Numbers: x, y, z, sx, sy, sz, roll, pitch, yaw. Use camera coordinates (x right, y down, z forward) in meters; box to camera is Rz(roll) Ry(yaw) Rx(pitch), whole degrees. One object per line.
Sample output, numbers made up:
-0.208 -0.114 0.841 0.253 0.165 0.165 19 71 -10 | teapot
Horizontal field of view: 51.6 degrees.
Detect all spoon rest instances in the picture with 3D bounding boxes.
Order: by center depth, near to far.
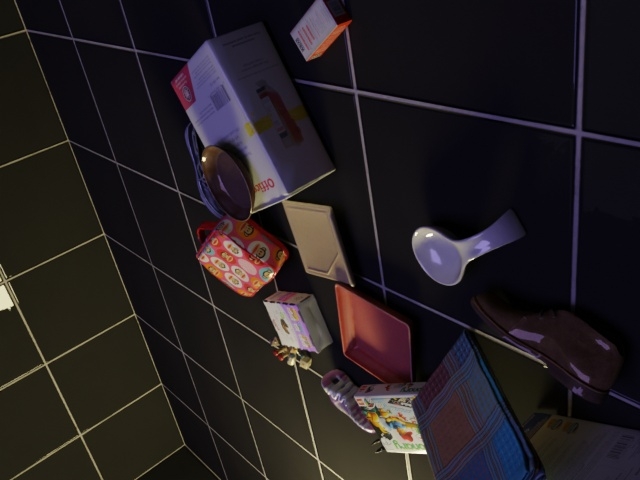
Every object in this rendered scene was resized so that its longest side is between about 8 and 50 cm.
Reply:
0.269 0.014 1.291 0.137 0.084 0.276 59 149 0 | spoon rest

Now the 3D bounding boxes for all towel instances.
0.297 0.398 1.354 0.271 0.040 0.370 -62 25 29 | towel

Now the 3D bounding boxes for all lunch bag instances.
-0.252 0.034 1.953 0.258 0.120 0.293 37 150 -10 | lunch bag

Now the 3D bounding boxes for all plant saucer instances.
-0.214 -0.141 1.586 0.199 0.036 0.198 35 142 34 | plant saucer
0.151 0.249 1.702 0.258 0.048 0.259 28 138 41 | plant saucer

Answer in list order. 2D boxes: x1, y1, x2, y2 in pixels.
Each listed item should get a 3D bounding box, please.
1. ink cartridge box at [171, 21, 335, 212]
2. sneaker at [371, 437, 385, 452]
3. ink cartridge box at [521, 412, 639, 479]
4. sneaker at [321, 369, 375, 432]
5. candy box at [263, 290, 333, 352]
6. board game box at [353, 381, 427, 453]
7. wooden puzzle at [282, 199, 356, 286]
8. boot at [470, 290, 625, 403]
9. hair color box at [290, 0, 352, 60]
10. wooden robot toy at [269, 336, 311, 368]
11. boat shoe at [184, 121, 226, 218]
-0.168 -0.278 1.595 0.279 0.160 0.384 -14 104 59 | ink cartridge box
0.215 0.549 1.826 0.051 0.089 0.170 60 150 -1 | sneaker
0.478 0.415 1.232 0.311 0.186 0.065 -4 116 57 | ink cartridge box
0.100 0.484 1.947 0.236 0.095 0.104 38 150 40 | sneaker
-0.070 0.241 1.993 0.196 0.070 0.164 -1 116 55 | candy box
0.245 0.444 1.652 0.305 0.053 0.193 -17 109 46 | board game box
0.000 0.000 1.717 0.239 0.044 0.220 16 130 55 | wooden puzzle
0.416 0.161 1.223 0.305 0.112 0.115 37 113 40 | boot
-0.001 -0.430 1.335 0.072 0.043 0.141 60 148 -1 | hair color box
-0.102 0.342 2.133 0.173 0.076 0.079 35 131 34 | wooden robot toy
-0.300 -0.201 1.903 0.105 0.113 0.306 -166 60 -68 | boat shoe
